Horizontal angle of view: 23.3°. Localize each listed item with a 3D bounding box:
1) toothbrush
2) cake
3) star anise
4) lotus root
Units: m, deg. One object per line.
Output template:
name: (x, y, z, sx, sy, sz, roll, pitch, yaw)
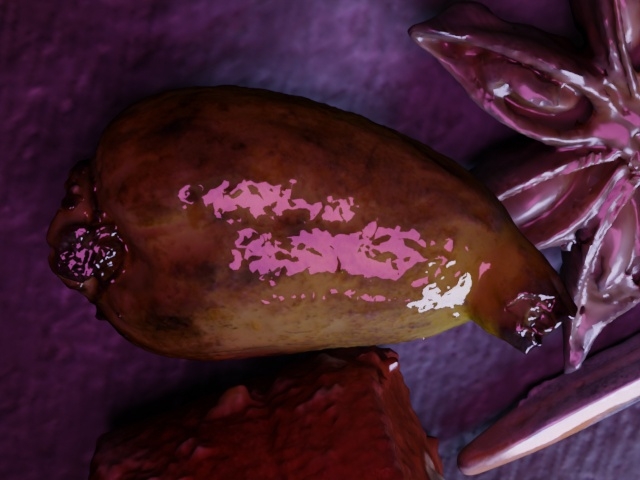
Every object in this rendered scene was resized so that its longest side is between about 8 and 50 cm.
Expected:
toothbrush: (0.226, 0.012, 0.683, 0.375, 0.028, 0.037, -27, 122, 1)
cake: (0.016, 0.186, 0.634, 0.151, 0.177, 0.283, -21, 114, -2)
star anise: (0.117, -0.037, 0.626, 0.208, 0.063, 0.172, 32, 107, -25)
lotus root: (0.000, 0.000, 0.580, 0.191, 0.094, 0.108, 6, 132, 5)
